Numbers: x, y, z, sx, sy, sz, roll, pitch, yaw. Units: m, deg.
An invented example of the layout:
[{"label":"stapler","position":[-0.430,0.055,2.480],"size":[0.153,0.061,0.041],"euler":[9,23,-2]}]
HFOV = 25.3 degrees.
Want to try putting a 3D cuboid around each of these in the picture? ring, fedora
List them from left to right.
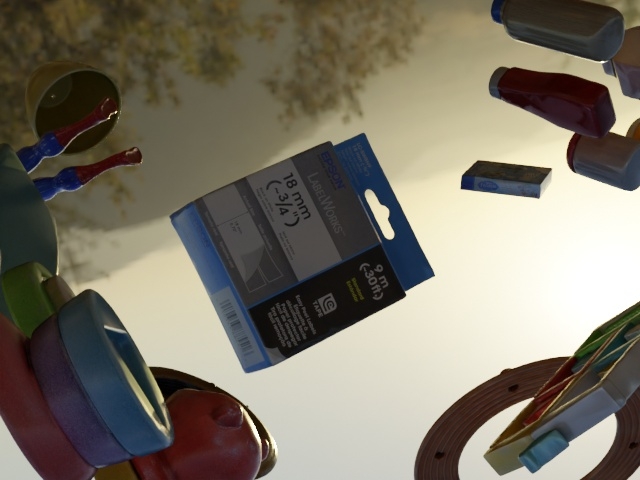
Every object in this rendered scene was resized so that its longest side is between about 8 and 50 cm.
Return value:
[{"label":"fedora","position":[-0.138,0.203,1.435],"size":[0.194,0.079,0.194],"euler":[24,-163,-7]},{"label":"ring","position":[0.282,0.267,1.870],"size":[0.337,0.336,0.032],"euler":[-15,-137,-4]}]

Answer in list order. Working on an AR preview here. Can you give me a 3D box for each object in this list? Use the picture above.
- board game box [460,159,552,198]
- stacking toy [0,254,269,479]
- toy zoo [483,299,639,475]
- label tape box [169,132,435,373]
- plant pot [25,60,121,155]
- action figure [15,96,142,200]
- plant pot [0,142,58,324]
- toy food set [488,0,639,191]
[{"label":"board game box","position":[0.211,-0.070,1.610],"size":[0.090,0.020,0.090],"euler":[8,-163,15]},{"label":"stacking toy","position":[-0.168,0.087,1.146],"size":[0.130,0.279,0.309],"euler":[-29,153,0]},{"label":"toy zoo","position":[0.273,0.135,1.409],"size":[0.293,0.030,0.192],"euler":[-39,177,-40]},{"label":"label tape box","position":[0.000,0.000,1.929],"size":[0.334,0.240,0.106],"euler":[-26,179,-27]},{"label":"plant pot","position":[-0.362,-0.200,2.001],"size":[0.134,0.134,0.095],"euler":[-15,-141,-32]},{"label":"action figure","position":[-0.321,-0.067,1.551],"size":[0.280,0.091,0.139],"euler":[-24,-172,15]},{"label":"plant pot","position":[-0.353,0.020,1.372],"size":[0.166,0.165,0.234],"euler":[-13,-146,20]},{"label":"toy food set","position":[0.194,-0.129,1.059],"size":[0.104,0.232,0.111],"euler":[23,-114,37]}]
